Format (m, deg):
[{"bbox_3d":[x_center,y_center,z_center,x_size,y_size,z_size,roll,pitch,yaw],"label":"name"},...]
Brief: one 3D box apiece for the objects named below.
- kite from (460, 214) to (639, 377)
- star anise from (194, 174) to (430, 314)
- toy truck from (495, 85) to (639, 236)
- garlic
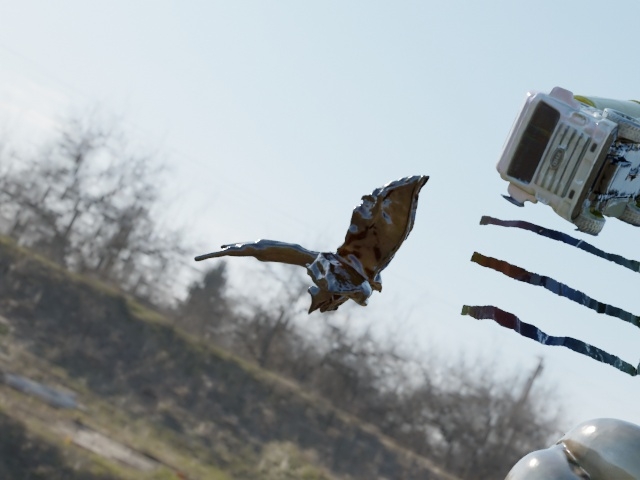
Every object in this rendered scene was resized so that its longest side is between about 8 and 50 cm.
[{"bbox_3d":[0.304,0.081,1.131,0.360,0.204,0.022,18,-34,-3],"label":"kite"},{"bbox_3d":[-0.004,0.003,1.062,0.144,0.140,0.158,36,-37,13],"label":"star anise"},{"bbox_3d":[0.229,-0.072,1.038,0.114,0.098,0.227,31,19,28],"label":"toy truck"},{"bbox_3d":[0.383,0.378,1.592,0.340,0.231,0.246,41,-24,28],"label":"garlic"}]
